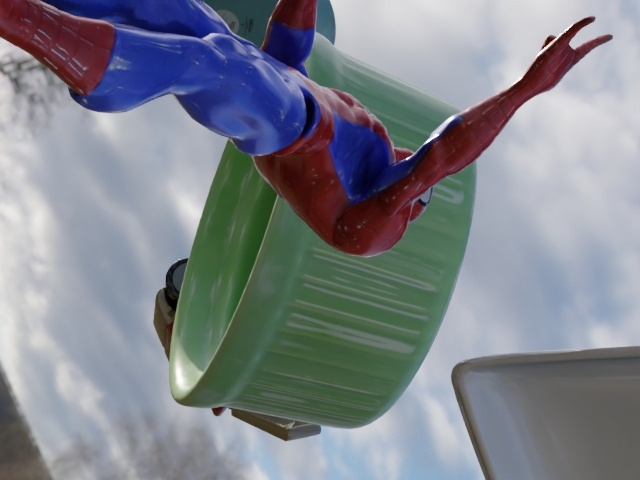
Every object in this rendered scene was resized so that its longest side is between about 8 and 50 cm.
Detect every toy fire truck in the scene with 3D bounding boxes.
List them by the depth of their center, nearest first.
[{"bbox_3d":[-0.044,0.120,1.440,0.158,0.217,0.246,108,-39,-57],"label":"toy fire truck"}]

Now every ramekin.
[{"bbox_3d":[0.000,0.000,1.037,0.303,0.148,0.303,-162,-90,-76],"label":"ramekin"}]

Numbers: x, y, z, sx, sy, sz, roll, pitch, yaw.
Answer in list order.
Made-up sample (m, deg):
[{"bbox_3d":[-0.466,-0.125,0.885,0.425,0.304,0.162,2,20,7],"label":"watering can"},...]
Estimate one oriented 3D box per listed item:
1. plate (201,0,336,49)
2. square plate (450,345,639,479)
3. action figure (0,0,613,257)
[{"bbox_3d":[-0.077,-0.231,1.444,0.188,0.188,0.024,61,-4,16],"label":"plate"},{"bbox_3d":[0.279,0.180,0.701,0.347,0.049,0.344,-10,-66,27],"label":"square plate"},{"bbox_3d":[-0.005,-0.079,0.445,0.091,0.139,0.280,47,7,32],"label":"action figure"}]
